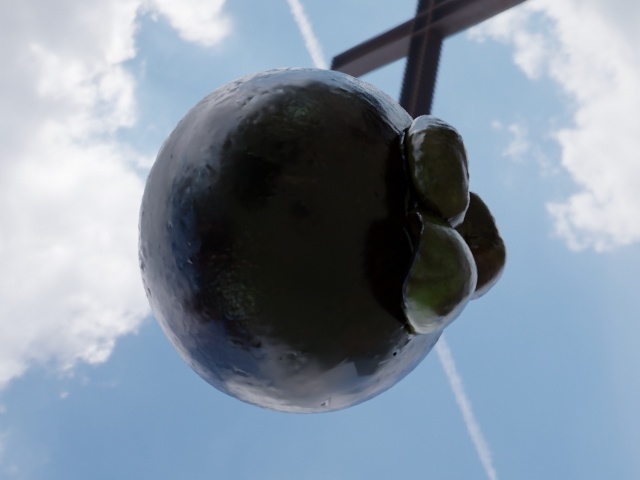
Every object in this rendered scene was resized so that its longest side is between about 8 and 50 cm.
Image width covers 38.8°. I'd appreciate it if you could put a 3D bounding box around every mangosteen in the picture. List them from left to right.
[{"bbox_3d":[0.000,0.000,0.711,0.288,0.288,0.288,12,-109,-38],"label":"mangosteen"}]
